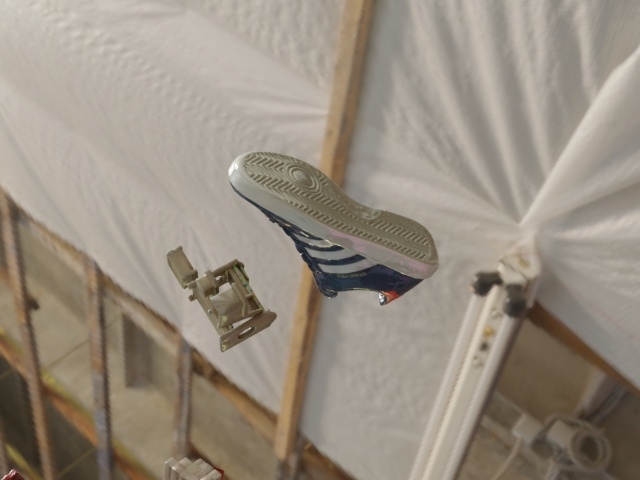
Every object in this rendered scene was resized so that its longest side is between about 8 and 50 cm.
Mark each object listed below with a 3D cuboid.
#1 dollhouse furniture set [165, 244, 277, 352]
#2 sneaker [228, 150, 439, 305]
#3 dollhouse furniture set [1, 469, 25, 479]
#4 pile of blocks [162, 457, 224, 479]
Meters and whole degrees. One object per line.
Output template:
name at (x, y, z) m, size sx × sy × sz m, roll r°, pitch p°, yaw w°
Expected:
dollhouse furniture set at (-0.155, 0.050, 1.564) m, size 0.182 × 0.101 × 0.161 m, roll 56°, pitch -19°, yaw 19°
sneaker at (0.000, 0.000, 1.465) m, size 0.350 × 0.131 × 0.148 m, roll 28°, pitch -54°, yaw -21°
dollhouse furniture set at (-0.580, 0.607, 1.742) m, size 0.201 × 0.374 × 0.152 m, roll 36°, pitch -26°, yaw 13°
pile of blocks at (-0.226, 0.590, 2.060) m, size 0.149 × 0.112 × 0.362 m, roll 6°, pitch -66°, yaw 41°
